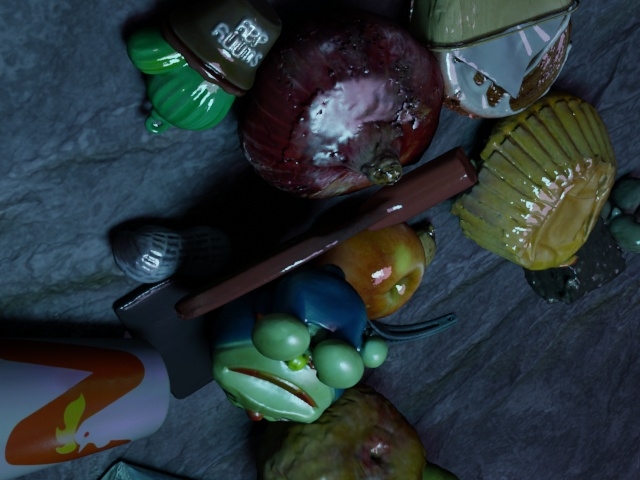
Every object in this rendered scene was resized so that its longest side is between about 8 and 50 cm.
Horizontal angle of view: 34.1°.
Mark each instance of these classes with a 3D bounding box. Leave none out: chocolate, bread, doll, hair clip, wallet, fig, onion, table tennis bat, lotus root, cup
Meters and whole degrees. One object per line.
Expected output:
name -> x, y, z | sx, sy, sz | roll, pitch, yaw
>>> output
chocolate -> -0.184, 0.015, 1.309 | 0.167, 0.072, 0.072 | -2, 128, -40
bread -> 0.333, -0.086, 1.554 | 0.274, 0.149, 0.274 | -24, 137, -24
doll -> -0.034, 0.136, 1.384 | 0.198, 0.186, 0.322 | 29, 149, -14
hair clip -> 0.140, 0.145, 1.723 | 0.229, 0.039, 0.070 | -2, 129, -43
wallet -> -0.189, 0.131, 1.451 | 0.124, 0.025, 0.244 | -32, 141, -9
fig -> -0.023, 0.383, 1.700 | 0.286, 0.286, 0.369 | 11, 156, -44
onion -> 0.030, -0.140, 1.209 | 0.252, 0.219, 0.252 | -16, 145, -12
table tennis bat -> 0.000, 0.000, 1.283 | 0.415, 0.051, 0.268 | -27, -178, 21
bread -> 0.209, -0.262, 1.307 | 0.224, 0.142, 0.212 | -22, 124, -20
lotus root -> 0.125, 0.037, 1.578 | 0.152, 0.063, 0.072 | -51, 149, 9
cup -> -0.339, 0.198, 1.286 | 0.288, 0.203, 0.203 | -2, 129, -46

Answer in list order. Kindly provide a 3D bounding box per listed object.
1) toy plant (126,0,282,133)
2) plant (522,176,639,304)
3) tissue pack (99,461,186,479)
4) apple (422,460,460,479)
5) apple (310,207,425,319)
toy plant -> -0.137, -0.191, 1.126 | 0.200, 0.105, 0.143 | -40, 132, 20
plant -> 0.464, -0.008, 1.738 | 0.274, 0.149, 0.146 | -26, 114, -25
tissue pack -> -0.268, 0.450, 1.649 | 0.177, 0.089, 0.263 | -48, 138, 9
apple -> 0.119, 0.493, 1.858 | 0.279, 0.279, 0.279 | -21, 138, -21
apple -> 0.065, 0.029, 1.471 | 0.163, 0.139, 0.163 | -36, 149, -26
